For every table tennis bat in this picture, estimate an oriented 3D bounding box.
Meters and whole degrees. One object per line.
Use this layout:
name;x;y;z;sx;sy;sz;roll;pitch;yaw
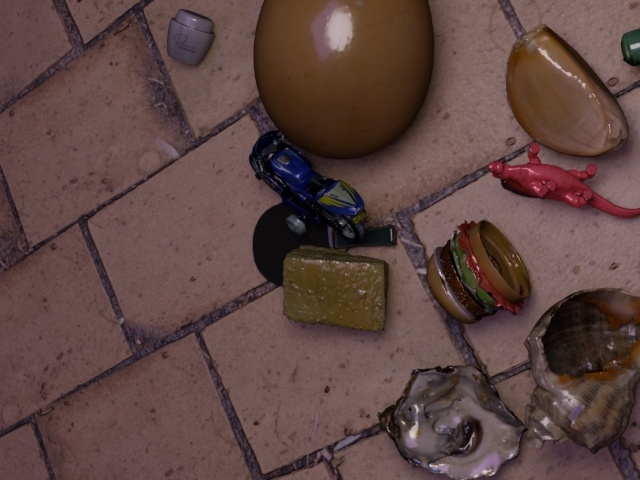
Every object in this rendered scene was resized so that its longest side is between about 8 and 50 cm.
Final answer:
table tennis bat;0.000;0.000;1.488;0.301;0.022;0.174;-6;87;26

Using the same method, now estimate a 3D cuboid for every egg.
egg;0.037;-0.318;1.305;0.300;0.301;0.374;9;118;24

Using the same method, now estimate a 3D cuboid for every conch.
conch;0.410;0.203;1.235;0.291;0.159;0.210;-41;80;-21

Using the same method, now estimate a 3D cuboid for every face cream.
face cream;-0.261;-0.406;1.568;0.091;0.091;0.095;29;110;22

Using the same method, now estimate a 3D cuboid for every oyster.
oyster;0.229;0.316;1.354;0.223;0.083;0.214;43;110;13

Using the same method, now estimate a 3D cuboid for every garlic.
garlic;0.388;-0.221;1.228;0.145;0.164;0.245;-34;67;0

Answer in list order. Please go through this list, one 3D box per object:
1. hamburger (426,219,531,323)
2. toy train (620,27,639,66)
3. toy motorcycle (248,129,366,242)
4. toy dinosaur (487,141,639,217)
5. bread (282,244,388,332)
hamburger;0.251;0.059;1.300;0.136;0.175;0.175;-32;77;28
toy train;0.638;-0.284;1.134;0.368;0.150;0.237;-15;90;26
toy motorcycle;-0.035;-0.104;1.411;0.315;0.169;0.113;34;70;33
toy dinosaur;0.389;-0.076;1.271;0.285;0.139;0.070;16;72;-13
bread;0.032;0.086;1.417;0.196;0.102;0.138;5;109;16
